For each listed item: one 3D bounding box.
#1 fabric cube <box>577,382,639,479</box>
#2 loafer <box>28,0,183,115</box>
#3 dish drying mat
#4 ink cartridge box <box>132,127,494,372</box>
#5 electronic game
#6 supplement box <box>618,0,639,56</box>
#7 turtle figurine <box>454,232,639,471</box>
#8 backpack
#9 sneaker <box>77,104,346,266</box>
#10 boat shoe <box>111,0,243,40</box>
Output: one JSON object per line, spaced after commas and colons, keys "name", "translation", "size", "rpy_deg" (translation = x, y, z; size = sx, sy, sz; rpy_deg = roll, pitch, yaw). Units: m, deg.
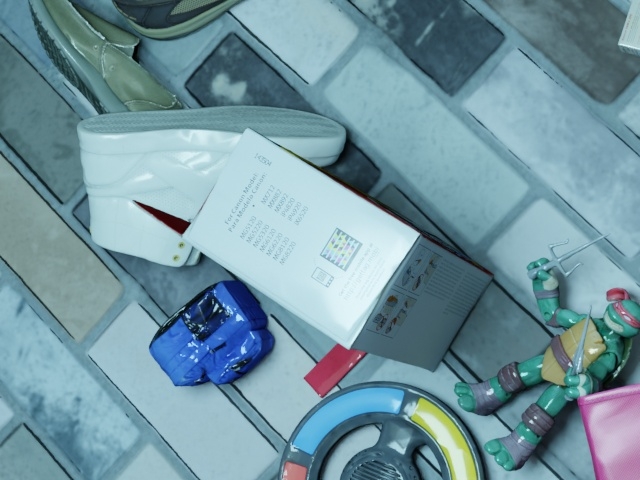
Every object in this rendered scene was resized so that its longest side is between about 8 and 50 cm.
{"name": "fabric cube", "translation": [0.400, 0.247, 1.453], "size": [0.259, 0.254, 0.258], "rpy_deg": [-14, 80, 16]}
{"name": "loafer", "translation": [-0.250, -0.210, 1.836], "size": [0.087, 0.094, 0.251], "rpy_deg": [-36, 81, -14]}
{"name": "dish drying mat", "translation": [0.020, 0.132, 1.726], "size": [0.083, 0.008, 0.032], "rpy_deg": [-46, 70, 8]}
{"name": "ink cartridge box", "translation": [0.000, 0.000, 1.592], "size": [0.272, 0.309, 0.130], "rpy_deg": [32, 93, 20]}
{"name": "electronic game", "translation": [0.063, 0.263, 1.671], "size": [0.229, 0.048, 0.229], "rpy_deg": [-3, 81, 18]}
{"name": "supplement box", "translation": [0.367, -0.216, 1.645], "size": [0.098, 0.036, 0.062], "rpy_deg": [19, 88, 20]}
{"name": "turtle figurine", "translation": [0.246, 0.116, 1.589], "size": [0.234, 0.118, 0.175], "rpy_deg": [-48, 29, 20]}
{"name": "backpack", "translation": [-0.121, 0.112, 1.730], "size": [0.120, 0.098, 0.101], "rpy_deg": [-38, 76, 9]}
{"name": "sneaker", "translation": [-0.117, -0.056, 1.762], "size": [0.293, 0.108, 0.169], "rpy_deg": [-1, 112, -1]}
{"name": "boat shoe", "translation": [-0.084, -0.344, 1.766], "size": [0.355, 0.130, 0.132], "rpy_deg": [-33, 73, 12]}
